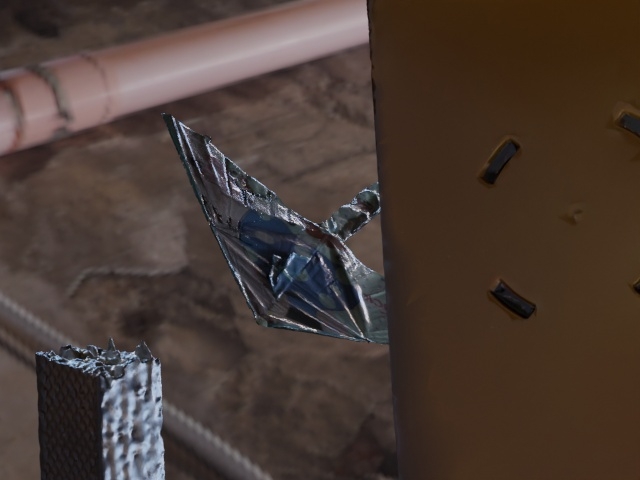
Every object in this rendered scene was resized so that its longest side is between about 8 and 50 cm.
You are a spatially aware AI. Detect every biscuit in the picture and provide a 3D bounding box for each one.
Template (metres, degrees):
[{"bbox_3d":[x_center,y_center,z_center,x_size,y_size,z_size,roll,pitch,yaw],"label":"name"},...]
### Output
[{"bbox_3d":[-0.188,0.208,1.424,0.106,0.070,0.252,8,-79,48],"label":"biscuit"}]

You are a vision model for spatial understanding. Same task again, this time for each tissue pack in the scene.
[{"bbox_3d":[0.144,0.005,0.757,0.194,0.145,0.274,-13,-110,28],"label":"tissue pack"}]

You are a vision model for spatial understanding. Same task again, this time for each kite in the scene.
[{"bbox_3d":[0.000,0.000,1.339,0.335,0.314,0.011,38,-62,2],"label":"kite"}]
